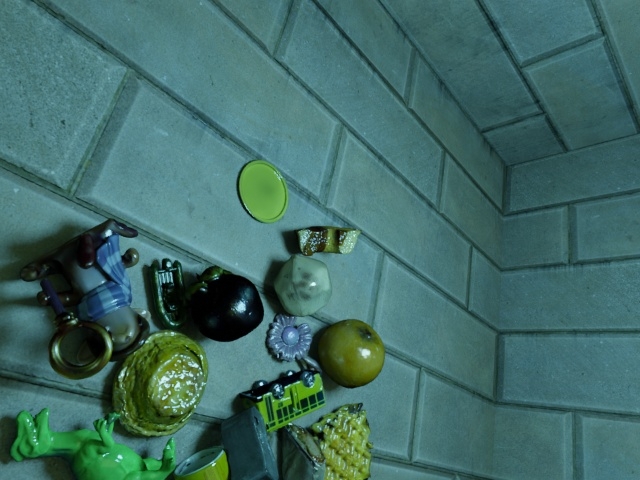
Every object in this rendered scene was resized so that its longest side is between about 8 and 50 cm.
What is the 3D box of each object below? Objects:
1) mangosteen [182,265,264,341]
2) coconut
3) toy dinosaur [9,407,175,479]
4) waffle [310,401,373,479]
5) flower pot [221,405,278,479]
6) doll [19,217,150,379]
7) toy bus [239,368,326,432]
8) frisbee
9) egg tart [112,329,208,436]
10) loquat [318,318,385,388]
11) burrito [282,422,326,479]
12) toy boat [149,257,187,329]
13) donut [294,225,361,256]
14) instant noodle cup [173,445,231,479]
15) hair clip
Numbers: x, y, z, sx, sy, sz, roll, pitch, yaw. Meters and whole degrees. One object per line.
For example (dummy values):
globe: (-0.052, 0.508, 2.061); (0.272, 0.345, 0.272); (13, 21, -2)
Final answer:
mangosteen: (-0.292, 0.188, 1.366); (0.242, 0.242, 0.243); (12, 73, -45)
coconut: (-0.066, 0.153, 1.626); (0.224, 0.224, 0.225); (12, 73, -45)
toy dinosaur: (-0.535, 0.636, 1.100); (0.373, 0.144, 0.501); (3, 97, -25)
waffle: (0.079, 0.826, 1.724); (0.381, 0.095, 0.381); (-1, 84, -50)
flower pot: (-0.204, 0.600, 1.302); (0.103, 0.108, 0.229); (62, 2, -46)
doll: (-0.540, 0.137, 1.108); (0.317, 0.209, 0.340); (-28, 105, -43)
toy bus: (-0.122, 0.528, 1.512); (0.261, 0.128, 0.150); (-10, 88, -37)
frisbee: (-0.207, -0.179, 1.672); (0.235, 0.017, 0.236); (12, 73, -45)
egg tart: (-0.417, 0.393, 1.252); (0.293, 0.123, 0.295); (14, 71, -46)
loquat: (0.119, 0.423, 1.731); (0.262, 0.262, 0.264); (12, 73, -45)
burrito: (-0.058, 0.790, 1.523); (0.107, 0.174, 0.348); (27, 61, -60)
toy boat: (-0.439, 0.156, 1.328); (0.104, 0.052, 0.211); (-7, 86, -50)
donut: (0.000, 0.000, 1.780); (0.294, 0.151, 0.113); (1, 95, -34)
instant noodle cup: (-0.302, 0.723, 1.269); (0.215, 0.215, 0.236); (-19, 87, -47)
hair clip: (-0.076, 0.400, 1.657); (0.301, 0.069, 0.173); (56, 49, -23)
